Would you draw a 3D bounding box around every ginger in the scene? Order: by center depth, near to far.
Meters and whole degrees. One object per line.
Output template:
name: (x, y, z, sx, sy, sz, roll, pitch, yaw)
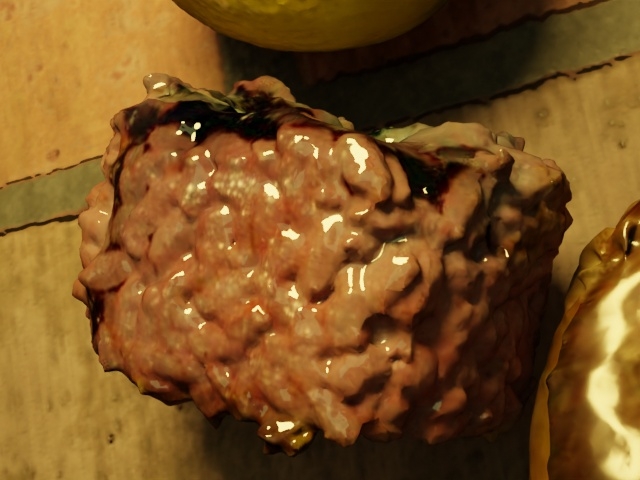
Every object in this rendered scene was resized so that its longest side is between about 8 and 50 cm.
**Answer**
ginger: (0.179, 0.131, 0.732, 0.172, 0.165, 0.321, -19, 73, 31)

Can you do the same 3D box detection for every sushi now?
sushi: (0.000, 0.000, 0.800, 0.270, 0.236, 0.171, 16, 105, 30)

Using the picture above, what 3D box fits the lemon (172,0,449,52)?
lemon: (0.008, -0.222, 0.860, 0.219, 0.240, 0.240, 38, 89, 13)
